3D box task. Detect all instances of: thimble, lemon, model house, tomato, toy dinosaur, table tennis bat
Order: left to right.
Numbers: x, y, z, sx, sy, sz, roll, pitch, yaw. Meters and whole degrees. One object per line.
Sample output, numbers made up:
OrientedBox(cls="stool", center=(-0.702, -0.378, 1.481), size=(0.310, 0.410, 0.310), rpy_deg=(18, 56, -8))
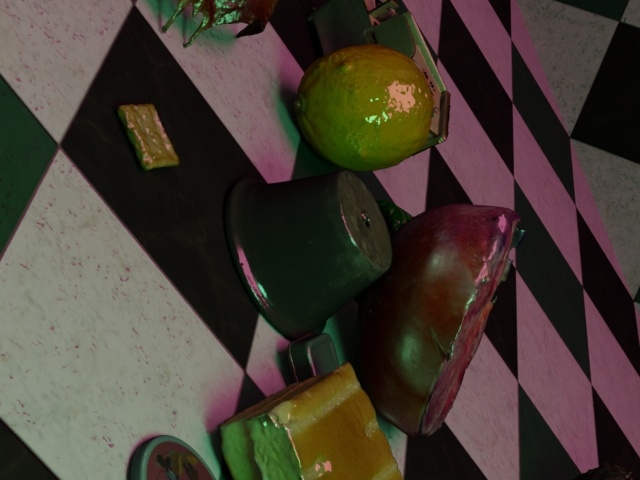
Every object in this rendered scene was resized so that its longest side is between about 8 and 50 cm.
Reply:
OrientedBox(cls="toy dinosaur", center=(-0.173, -0.364, 1.753), size=(0.327, 0.113, 0.206), rpy_deg=(-8, 112, -46))
OrientedBox(cls="table tennis bat", center=(-0.121, 0.305, 1.289), size=(0.153, 0.040, 0.244), rpy_deg=(21, 44, -60))
OrientedBox(cls="lemon", center=(0.066, -0.199, 1.982), size=(0.231, 0.192, 0.192), rpy_deg=(-4, 64, -22))
OrientedBox(cls="thimble", center=(0.099, 0.011, 1.955), size=(0.090, 0.118, 0.130), rpy_deg=(35, 17, -45))
OrientedBox(cls="model house", center=(0.129, -0.262, 2.229), size=(0.244, 0.169, 0.326), rpy_deg=(31, 39, -57))
OrientedBox(cls="tomato", center=(0.136, 0.092, 1.778), size=(0.176, 0.335, 0.289), rpy_deg=(23, 30, 11))

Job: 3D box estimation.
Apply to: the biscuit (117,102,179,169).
OrientedBox(cls="biscuit", center=(-0.203, -0.123, 1.553), size=(0.083, 0.018, 0.081), rpy_deg=(65, 23, 2))

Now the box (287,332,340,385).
OrientedBox(cls="box", center=(0.001, 0.181, 1.654), size=(0.091, 0.031, 0.126), rpy_deg=(-15, 90, -66))

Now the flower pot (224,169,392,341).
OrientedBox(cls="flower pot", center=(0.000, 0.000, 1.710), size=(0.235, 0.148, 0.235), rpy_deg=(49, 27, -36))

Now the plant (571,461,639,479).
OrientedBox(cls="plant", center=(0.498, 0.467, 2.119), size=(0.213, 0.312, 0.215), rpy_deg=(69, 19, -1))

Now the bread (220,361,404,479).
OrientedBox(cls="bread", center=(0.003, 0.280, 1.480), size=(0.239, 0.111, 0.246), rpy_deg=(66, 23, 4))
